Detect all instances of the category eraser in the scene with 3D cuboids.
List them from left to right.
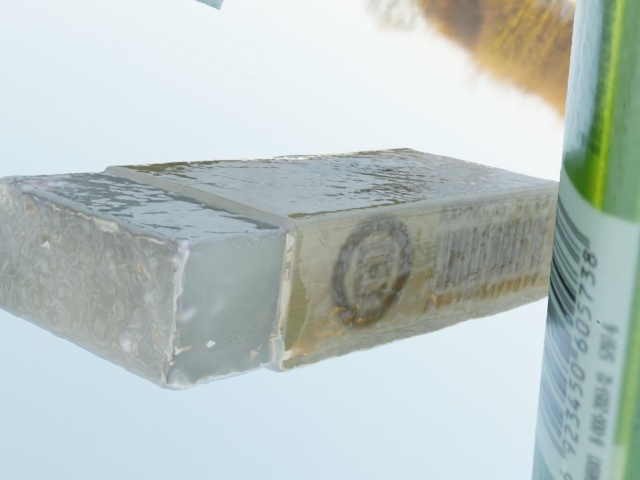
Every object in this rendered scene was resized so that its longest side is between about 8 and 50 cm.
[{"bbox_3d":[0.000,0.000,0.586,0.144,0.078,0.343,17,-164,37],"label":"eraser"}]

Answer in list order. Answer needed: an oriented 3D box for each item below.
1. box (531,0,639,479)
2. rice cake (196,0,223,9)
[{"bbox_3d":[0.161,-0.023,0.415,0.134,0.345,0.097,-4,-153,-3],"label":"box"},{"bbox_3d":[-0.220,-0.389,1.383,0.226,0.085,0.040,25,159,-11],"label":"rice cake"}]
